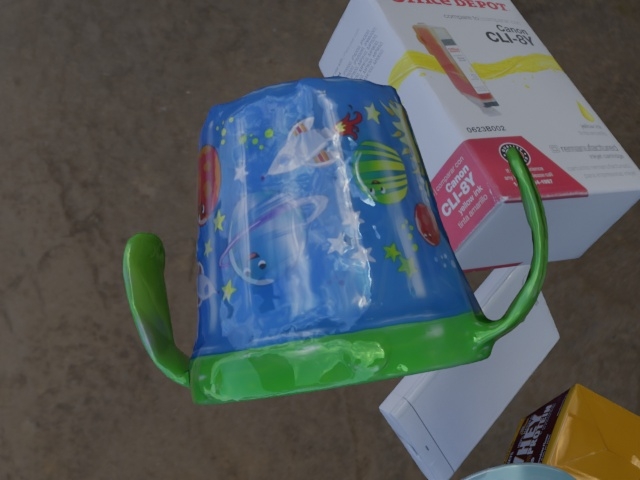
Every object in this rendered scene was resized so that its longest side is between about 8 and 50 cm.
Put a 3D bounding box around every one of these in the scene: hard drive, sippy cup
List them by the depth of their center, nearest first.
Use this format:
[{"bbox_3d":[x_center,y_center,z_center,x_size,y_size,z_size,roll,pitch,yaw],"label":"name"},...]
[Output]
[{"bbox_3d":[0.000,0.000,0.638,0.306,0.240,0.224,-7,82,-14],"label":"sippy cup"},{"bbox_3d":[0.265,0.220,1.371,0.353,0.233,0.047,-47,40,-18],"label":"hard drive"}]

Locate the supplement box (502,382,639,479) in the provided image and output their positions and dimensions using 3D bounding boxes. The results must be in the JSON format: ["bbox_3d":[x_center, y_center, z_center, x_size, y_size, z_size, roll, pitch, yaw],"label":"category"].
[{"bbox_3d":[0.372,0.319,1.101,0.191,0.194,0.129,28,63,5],"label":"supplement box"}]

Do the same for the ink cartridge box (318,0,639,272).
[{"bbox_3d":[0.206,-0.161,1.086,0.384,0.279,0.160,64,142,28],"label":"ink cartridge box"}]

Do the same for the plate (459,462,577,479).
[{"bbox_3d":[0.155,0.273,0.690,0.188,0.024,0.188,-5,114,-12],"label":"plate"}]
